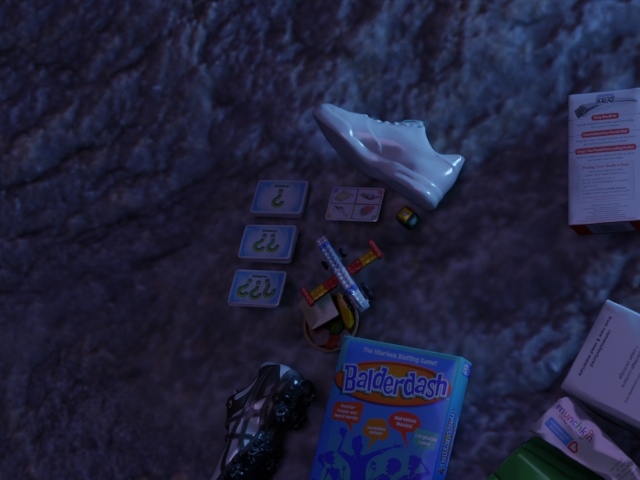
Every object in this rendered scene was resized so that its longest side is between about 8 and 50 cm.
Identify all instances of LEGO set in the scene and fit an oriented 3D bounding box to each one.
[{"bbox_3d":[0.000,0.000,1.956,0.244,0.060,0.182,3,65,26],"label":"LEGO set"}]

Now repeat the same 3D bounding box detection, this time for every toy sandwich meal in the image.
[{"bbox_3d":[0.009,0.100,1.953,0.086,0.029,0.085,-7,72,22],"label":"toy sandwich meal"}]

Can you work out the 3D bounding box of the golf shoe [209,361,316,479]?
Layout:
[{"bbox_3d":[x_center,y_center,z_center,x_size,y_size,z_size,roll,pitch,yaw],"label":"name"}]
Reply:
[{"bbox_3d":[-0.089,0.243,1.938,0.094,0.077,0.198,33,85,42],"label":"golf shoe"}]

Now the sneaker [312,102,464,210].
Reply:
[{"bbox_3d":[0.089,-0.127,1.970,0.212,0.080,0.094,36,79,21],"label":"sneaker"}]

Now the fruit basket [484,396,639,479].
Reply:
[{"bbox_3d":[0.286,0.403,1.692,0.353,0.165,0.327,43,102,7],"label":"fruit basket"}]

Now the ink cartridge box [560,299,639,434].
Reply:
[{"bbox_3d":[0.422,0.186,1.652,0.273,0.197,0.114,27,87,28],"label":"ink cartridge box"}]

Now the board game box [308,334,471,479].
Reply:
[{"bbox_3d":[0.082,0.232,1.871,0.160,0.047,0.210,8,77,26],"label":"board game box"}]

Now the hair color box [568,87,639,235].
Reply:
[{"bbox_3d":[0.349,-0.094,1.850,0.093,0.053,0.167,-4,74,24],"label":"hair color box"}]
